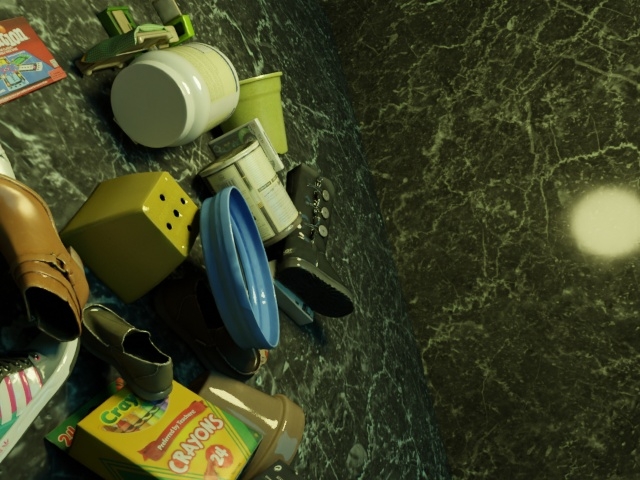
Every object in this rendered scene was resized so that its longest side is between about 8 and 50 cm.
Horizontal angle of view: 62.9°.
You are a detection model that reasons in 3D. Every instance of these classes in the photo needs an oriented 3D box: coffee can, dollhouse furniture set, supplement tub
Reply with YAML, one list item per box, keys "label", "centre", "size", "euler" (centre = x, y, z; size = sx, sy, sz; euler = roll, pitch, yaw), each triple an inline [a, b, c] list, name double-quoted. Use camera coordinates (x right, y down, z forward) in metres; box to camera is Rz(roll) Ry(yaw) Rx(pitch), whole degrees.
- label: "coffee can"
  centre: [-0.207, -0.133, 1.571]
  size: [0.275, 0.201, 0.201]
  euler: [61, 25, -18]
- label: "dollhouse furniture set"
  centre: [-0.483, -0.537, 1.311]
  size: [0.151, 0.197, 0.301]
  euler: [63, 23, -17]
- label: "supplement tub"
  centre: [-0.370, -0.382, 1.373]
  size: [0.235, 0.235, 0.325]
  euler: [62, 23, -17]

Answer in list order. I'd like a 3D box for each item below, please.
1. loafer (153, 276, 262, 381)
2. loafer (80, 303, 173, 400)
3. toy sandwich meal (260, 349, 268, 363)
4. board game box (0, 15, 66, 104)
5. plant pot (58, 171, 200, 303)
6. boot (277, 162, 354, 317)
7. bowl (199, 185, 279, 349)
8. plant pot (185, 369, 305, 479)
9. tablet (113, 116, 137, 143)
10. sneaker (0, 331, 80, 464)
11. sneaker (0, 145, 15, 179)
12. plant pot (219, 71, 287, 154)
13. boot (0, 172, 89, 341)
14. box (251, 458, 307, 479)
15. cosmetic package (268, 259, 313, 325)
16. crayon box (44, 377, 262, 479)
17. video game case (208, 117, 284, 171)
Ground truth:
- label: "loafer"
  centre: [-0.247, 0.224, 1.281]
  size: [0.366, 0.130, 0.134]
  euler: [51, 29, -35]
- label: "loafer"
  centre: [-0.361, 0.190, 0.985]
  size: [0.251, 0.087, 0.094]
  euler: [34, 23, 18]
- label: "toy sandwich meal"
  centre: [-0.171, 0.314, 1.499]
  size: [0.085, 0.029, 0.086]
  euler: [47, 32, -42]
- label: "board game box"
  centre: [-0.640, -0.350, 1.036]
  size: [0.145, 0.027, 0.281]
  euler: [58, 26, -22]
- label: "plant pot"
  centre: [-0.379, -0.026, 1.132]
  size: [0.212, 0.187, 0.212]
  euler: [55, 27, -30]
- label: "boot"
  centre: [-0.001, -0.001, 1.818]
  size: [0.367, 0.146, 0.445]
  euler: [48, 32, -43]
- label: "bowl"
  centre: [-0.186, 0.069, 1.231]
  size: [0.391, 0.077, 0.391]
  euler: [-15, 90, -88]
- label: "plant pot"
  centre: [-0.200, 0.404, 1.137]
  size: [0.229, 0.263, 0.263]
  euler: [44, 30, -13]
- label: "tablet"
  centre: [-0.490, -0.290, 1.336]
  size: [0.083, 0.006, 0.054]
  euler: [52, 29, -32]
- label: "sneaker"
  centre: [-0.501, 0.194, 0.782]
  size: [0.295, 0.123, 0.178]
  euler: [-74, 147, -52]
- label: "sneaker"
  centre: [-0.601, -0.204, 0.881]
  size: [0.290, 0.123, 0.106]
  euler: [62, 22, -19]
- label: "plant pot"
  centre: [-0.224, -0.392, 1.719]
  size: [0.276, 0.276, 0.254]
  euler: [-50, 128, -64]
- label: "boot"
  centre: [-0.490, 0.029, 0.860]
  size: [0.220, 0.109, 0.283]
  euler: [50, -14, 54]
- label: "box"
  centre: [-0.119, 0.616, 0.926]
  size: [0.294, 0.182, 0.296]
  euler: [-23, 122, -41]
- label: "cosmetic package"
  centre: [-0.105, 0.174, 1.720]
  size: [0.239, 0.060, 0.099]
  euler: [50, 29, -38]
- label: "crayon box"
  centre: [-0.287, 0.352, 0.932]
  size: [0.318, 0.081, 0.202]
  euler: [28, 23, 8]
- label: "video game case"
  centre: [-0.234, -0.267, 1.637]
  size: [0.173, 0.190, 0.022]
  euler: [61, 28, -18]
